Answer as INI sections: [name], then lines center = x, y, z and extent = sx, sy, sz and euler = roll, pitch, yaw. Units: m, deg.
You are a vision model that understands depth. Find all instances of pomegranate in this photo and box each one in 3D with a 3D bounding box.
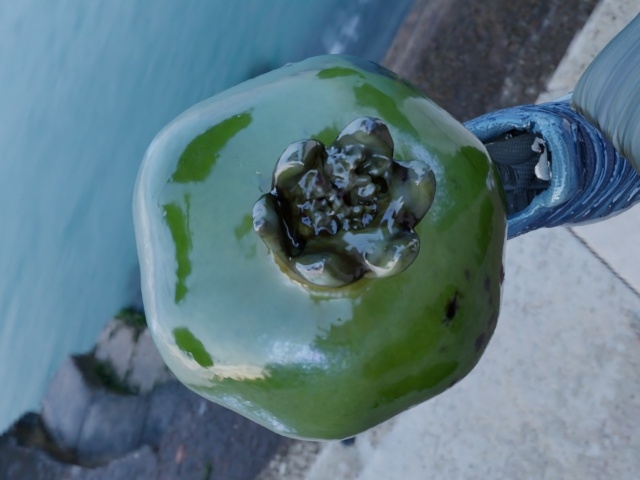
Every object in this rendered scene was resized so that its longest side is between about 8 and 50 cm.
[pomegranate]
center = 0.002, 0.000, 0.537
extent = 0.225, 0.187, 0.187
euler = 109, 177, -83

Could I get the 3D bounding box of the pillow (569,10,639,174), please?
[pillow]
center = 0.170, -0.081, 0.533
extent = 0.113, 0.038, 0.203
euler = -47, 11, 14

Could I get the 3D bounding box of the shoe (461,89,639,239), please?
[shoe]
center = 0.142, -0.044, 0.758
extent = 0.106, 0.207, 0.092
euler = -168, 64, -78
